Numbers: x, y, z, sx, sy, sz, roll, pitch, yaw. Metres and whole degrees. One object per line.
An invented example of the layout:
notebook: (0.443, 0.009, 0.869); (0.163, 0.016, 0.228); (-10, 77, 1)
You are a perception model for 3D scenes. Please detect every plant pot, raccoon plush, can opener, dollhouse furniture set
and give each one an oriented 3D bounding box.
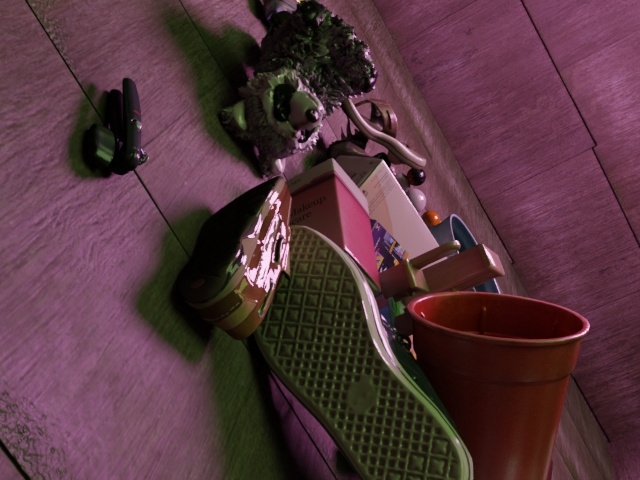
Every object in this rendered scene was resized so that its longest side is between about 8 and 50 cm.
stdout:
plant pot: (0.277, 0.113, 2.069); (0.293, 0.196, 0.293); (53, 21, -30)
raccoon plush: (-0.077, -0.270, 1.752); (0.216, 0.299, 0.446); (44, -10, -12)
plant pot: (0.257, 0.239, 1.393); (0.272, 0.272, 0.265); (-32, 127, -72)
can opener: (-0.256, -0.153, 1.179); (0.073, 0.059, 0.186); (49, 24, -38)
dollhouse furniture set: (0.276, 0.202, 1.572); (0.303, 0.173, 0.356); (23, 44, -63)

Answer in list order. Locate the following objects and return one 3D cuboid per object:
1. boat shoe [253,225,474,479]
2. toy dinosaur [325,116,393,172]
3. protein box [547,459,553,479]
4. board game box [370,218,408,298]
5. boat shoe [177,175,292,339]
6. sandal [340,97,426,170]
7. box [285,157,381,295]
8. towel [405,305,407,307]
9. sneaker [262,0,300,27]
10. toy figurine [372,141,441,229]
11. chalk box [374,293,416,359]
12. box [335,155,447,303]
boat shoe: (0.048, 0.187, 1.299); (0.500, 0.186, 0.156); (54, 0, 30)
toy dinosaur: (0.072, -0.161, 1.964); (0.160, 0.121, 0.313); (38, 14, -2)
protein box: (0.337, 0.445, 1.794); (0.136, 0.199, 0.201); (66, 18, 0)
board game box: (0.085, 0.062, 1.690); (0.141, 0.048, 0.170); (42, 70, -50)
boat shoe: (-0.102, 0.024, 1.285); (0.120, 0.122, 0.324); (56, 29, -20)
sandal: (0.138, -0.266, 2.038); (0.302, 0.086, 0.120); (32, 15, -34)
box: (0.000, 0.000, 1.535); (0.127, 0.148, 0.232); (48, 23, -38)
towel: (0.219, 0.191, 1.804); (0.144, 0.197, 0.029); (28, -14, -10)
sneaker: (-0.045, -0.462, 2.121); (0.300, 0.111, 0.121); (46, 35, -31)
toy figurine: (0.197, -0.113, 2.220); (0.209, 0.148, 0.213); (36, 33, -55)
chalk box: (0.107, 0.191, 1.608); (0.213, 0.132, 0.132); (49, 24, -37)
box: (0.123, -0.017, 1.847); (0.121, 0.148, 0.311); (-49, 121, -21)
